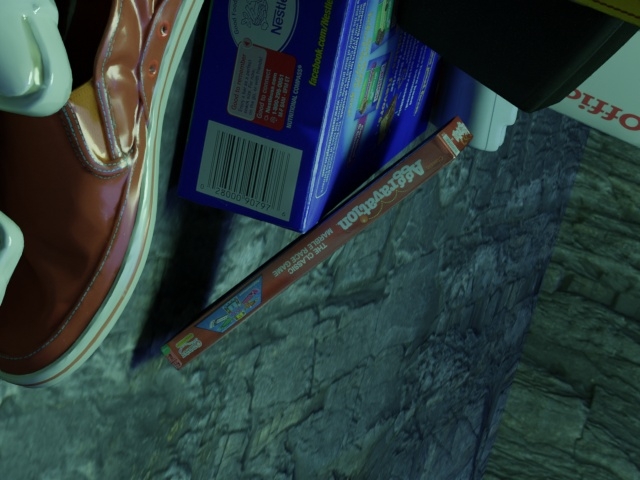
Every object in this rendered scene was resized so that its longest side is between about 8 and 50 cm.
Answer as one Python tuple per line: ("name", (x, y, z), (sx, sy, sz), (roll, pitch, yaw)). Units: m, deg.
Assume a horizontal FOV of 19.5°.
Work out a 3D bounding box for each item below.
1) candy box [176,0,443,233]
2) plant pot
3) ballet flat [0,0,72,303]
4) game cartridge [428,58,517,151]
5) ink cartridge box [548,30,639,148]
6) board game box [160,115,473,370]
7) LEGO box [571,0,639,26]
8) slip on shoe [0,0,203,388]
("candy box", (0.018, -0.183, 1.512), (0.317, 0.122, 0.268), (-38, 143, -62))
("plant pot", (0.167, -0.205, 1.452), (0.167, 0.187, 0.188), (-57, 169, 18))
("ballet flat", (-0.196, -0.046, 0.920), (0.147, 0.147, 0.409), (20, 88, -75))
("game cartridge", (0.125, -0.211, 1.719), (0.294, 0.060, 0.196), (-129, -129, -69))
("ink cartridge box", (0.296, -0.304, 1.822), (0.395, 0.285, 0.166), (116, -3, -52))
("board game box", (0.000, 0.000, 1.507), (0.281, 0.027, 0.145), (-37, -179, 14))
("LEGO box", (0.279, -0.376, 1.175), (0.193, 0.372, 0.500), (-27, 139, -68))
("slip on shoe", (-0.152, -0.074, 1.105), (0.101, 0.123, 0.331), (6, 103, -51))
